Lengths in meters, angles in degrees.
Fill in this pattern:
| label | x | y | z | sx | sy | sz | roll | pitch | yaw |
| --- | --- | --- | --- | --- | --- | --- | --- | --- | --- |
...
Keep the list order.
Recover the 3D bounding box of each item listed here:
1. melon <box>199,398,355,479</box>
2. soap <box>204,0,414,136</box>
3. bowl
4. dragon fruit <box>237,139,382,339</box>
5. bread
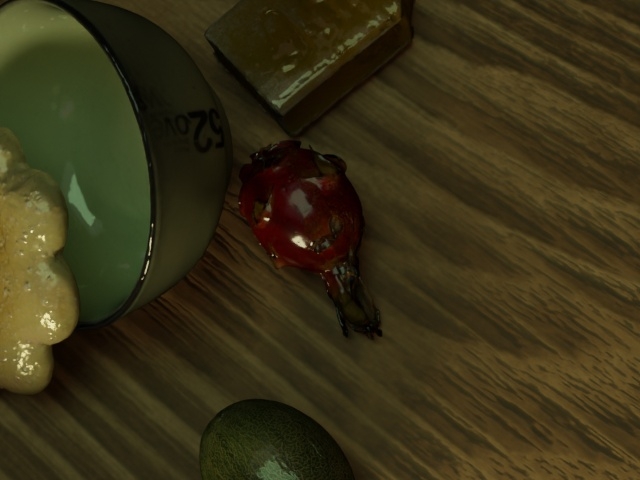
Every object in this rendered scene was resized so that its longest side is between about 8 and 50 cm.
| label | x | y | z | sx | sy | sz | roll | pitch | yaw |
| --- | --- | --- | --- | --- | --- | --- | --- | --- | --- |
| melon | -0.039 | 0.239 | 1.306 | 0.139 | 0.139 | 0.192 | -42 | 65 | -7 |
| soap | 0.011 | -0.260 | 1.537 | 0.257 | 0.080 | 0.160 | -40 | 65 | -5 |
| bowl | -0.218 | -0.093 | 1.426 | 0.185 | 0.354 | 0.354 | -15 | 55 | -43 |
| dragon fruit | 0.000 | 0.000 | 1.424 | 0.125 | 0.125 | 0.246 | -23 | 80 | -13 |
| bread | -0.368 | 0.024 | 1.429 | 0.316 | 0.054 | 0.316 | 8 | 101 | 42 |
